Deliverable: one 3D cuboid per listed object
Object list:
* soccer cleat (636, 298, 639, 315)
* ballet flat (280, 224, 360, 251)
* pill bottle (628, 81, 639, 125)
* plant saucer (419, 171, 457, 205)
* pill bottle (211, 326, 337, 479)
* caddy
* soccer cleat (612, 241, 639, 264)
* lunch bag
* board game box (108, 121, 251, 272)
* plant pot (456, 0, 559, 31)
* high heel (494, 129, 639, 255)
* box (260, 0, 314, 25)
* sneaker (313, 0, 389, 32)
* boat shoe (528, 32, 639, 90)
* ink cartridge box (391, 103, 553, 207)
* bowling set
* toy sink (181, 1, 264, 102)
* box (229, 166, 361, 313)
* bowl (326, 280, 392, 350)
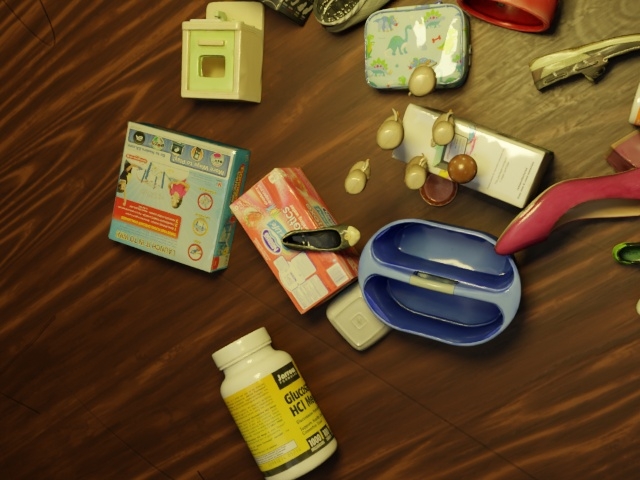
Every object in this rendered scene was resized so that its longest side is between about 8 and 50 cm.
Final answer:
[{"bbox_3d":[0.755,0.055,1.367,0.331,0.116,0.143,-16,99,15],"label":"soccer cleat"},{"bbox_3d":[0.000,0.000,1.537,0.173,0.049,0.057,-6,94,19],"label":"ballet flat"},{"bbox_3d":[0.672,-0.247,1.380,0.152,0.086,0.086,16,102,20],"label":"pill bottle"},{"bbox_3d":[0.259,-0.117,1.595,0.084,0.013,0.083,2,97,20],"label":"plant saucer"},{"bbox_3d":[-0.115,0.381,1.704,0.188,0.188,0.333,-31,85,22],"label":"pill bottle"},{"bbox_3d":[0.251,0.083,1.533,0.341,0.179,0.241,13,100,20],"label":"caddy"},{"bbox_3d":[0.665,0.025,1.421,0.179,0.072,0.060,-5,94,22],"label":"soccer cleat"},{"bbox_3d":[0.205,-0.408,1.541,0.219,0.090,0.176,0,97,21],"label":"lunch bag"},{"bbox_3d":[-0.350,-0.111,1.795,0.308,0.086,0.301,17,102,19],"label":"board game box"},{"bbox_3d":[0.382,-0.517,1.413,0.191,0.191,0.174,23,96,18],"label":"plant pot"},{"bbox_3d":[0.524,-0.044,1.393,0.377,0.127,0.181,-36,73,2],"label":"high heel"},{"bbox_3d":[-0.126,-0.609,1.609,0.247,0.163,0.142,36,104,14],"label":"box"},{"bbox_3d":[0.109,-0.541,1.566,0.272,0.108,0.100,-30,78,5],"label":"sneaker"},{"bbox_3d":[0.527,-0.349,1.433,0.224,0.080,0.073,-10,98,27],"label":"boat shoe"},{"bbox_3d":[0.308,-0.174,1.467,0.278,0.201,0.117,24,105,18],"label":"ink cartridge box"},{"bbox_3d":[0.186,-0.166,1.351,0.200,0.154,0.287,35,109,-5],"label":"bowling set"},{"bbox_3d":[-0.226,-0.442,1.684,0.153,0.131,0.234,7,98,20],"label":"toy sink"},{"bbox_3d":[-0.046,-0.004,1.657,0.154,0.142,0.300,-37,83,20],"label":"box"},{"bbox_3d":[0.092,0.175,1.661,0.142,0.053,0.142,-41,90,19],"label":"bowl"}]
